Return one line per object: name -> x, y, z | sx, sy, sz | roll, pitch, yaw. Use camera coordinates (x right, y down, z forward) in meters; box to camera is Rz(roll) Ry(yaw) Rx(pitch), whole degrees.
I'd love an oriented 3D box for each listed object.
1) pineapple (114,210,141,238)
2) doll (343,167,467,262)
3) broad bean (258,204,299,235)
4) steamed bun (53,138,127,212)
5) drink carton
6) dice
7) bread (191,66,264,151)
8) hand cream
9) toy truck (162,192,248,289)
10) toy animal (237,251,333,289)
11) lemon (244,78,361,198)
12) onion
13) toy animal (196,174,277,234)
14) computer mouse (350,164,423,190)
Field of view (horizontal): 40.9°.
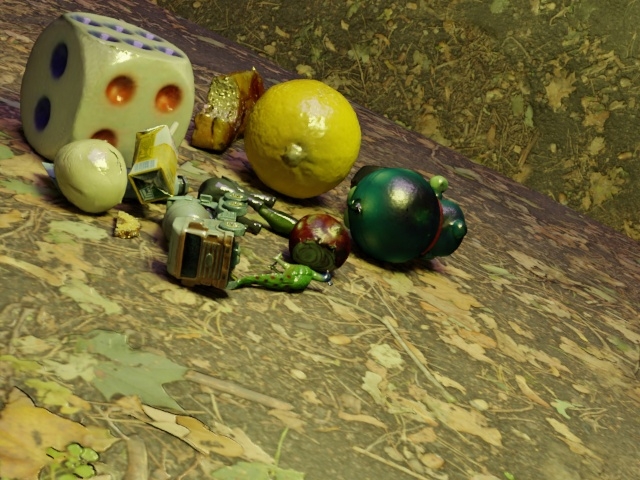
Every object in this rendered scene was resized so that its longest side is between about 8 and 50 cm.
pineapple -> -0.315, -0.023, 1.404 | 0.045, 0.019, 0.083 | 12, 21, -17
doll -> 0.184, -0.049, 1.812 | 0.322, 0.199, 0.186 | 6, -1, -37
broad bean -> -0.037, -0.022, 1.709 | 0.195, 0.046, 0.061 | 15, 28, -21
steamed bun -> -0.376, -0.113, 1.408 | 0.112, 0.091, 0.130 | -5, 66, -41
drink carton -> -0.292, -0.151, 1.518 | 0.074, 0.084, 0.200 | -16, 36, 6
dice -> -0.402, -0.274, 1.628 | 0.259, 0.251, 0.243 | 3, 26, -47
bread -> -0.224, -0.336, 2.146 | 0.109, 0.185, 0.380 | 18, 18, 3
hand cream -> -0.357, -0.104, 1.530 | 0.271, 0.058, 0.091 | 0, 42, -45
toy truck -> -0.195, -0.011, 1.395 | 0.140, 0.108, 0.257 | 9, 18, -6
toy animal -> -0.077, 0.055, 1.452 | 0.217, 0.041, 0.075 | 2, 34, -41
lemon -> -0.041, -0.230, 1.939 | 0.293, 0.293, 0.293 | 22, 18, -7
onion -> 0.000, 0.000, 1.587 | 0.117, 0.118, 0.118 | 41, 9, -27
toy animal -> -0.161, -0.073, 1.634 | 0.137, 0.082, 0.269 | 25, 9, -1
computer mouse -> 0.165, -0.114, 2.058 | 0.183, 0.116, 0.323 | 4, 1, 6
